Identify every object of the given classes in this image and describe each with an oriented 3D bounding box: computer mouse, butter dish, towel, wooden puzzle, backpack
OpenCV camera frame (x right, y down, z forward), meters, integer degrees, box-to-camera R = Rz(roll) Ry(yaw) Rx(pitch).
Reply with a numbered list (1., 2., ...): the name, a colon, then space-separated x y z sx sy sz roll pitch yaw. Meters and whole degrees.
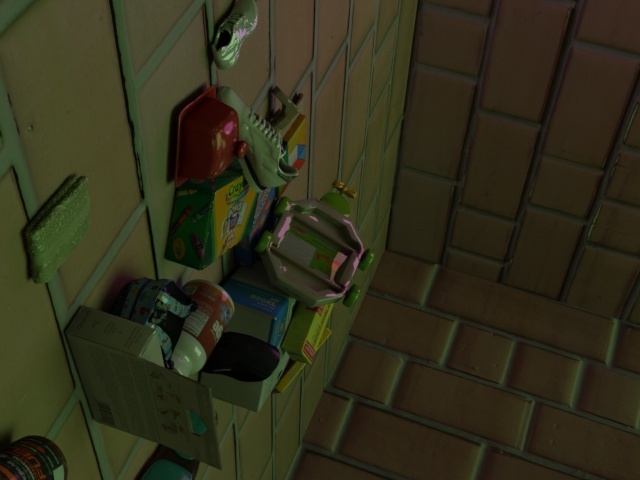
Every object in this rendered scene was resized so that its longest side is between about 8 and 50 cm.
1. computer mouse: -0.223 0.256 1.976 0.184 0.262 0.060 -60 144 -29
2. butter dish: -0.191 -0.180 1.769 0.160 0.118 0.160 -54 158 -55
3. towel: -0.373 -0.017 1.386 0.148 0.027 0.110 -60 162 -46
4. wooden puzzle: -0.081 -0.214 2.405 0.221 0.044 0.239 92 19 -50
5. backpack: -0.305 0.137 1.692 0.173 0.116 0.158 73 36 -70

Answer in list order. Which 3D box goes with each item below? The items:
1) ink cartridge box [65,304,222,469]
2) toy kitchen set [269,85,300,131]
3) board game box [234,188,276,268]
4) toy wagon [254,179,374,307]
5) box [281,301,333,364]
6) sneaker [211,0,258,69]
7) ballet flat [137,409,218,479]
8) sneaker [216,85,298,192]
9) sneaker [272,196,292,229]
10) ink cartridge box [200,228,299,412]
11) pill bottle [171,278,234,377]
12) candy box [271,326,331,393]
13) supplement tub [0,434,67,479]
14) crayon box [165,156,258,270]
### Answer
1. ink cartridge box: -0.278 0.253 1.625 0.296 0.261 0.066 92 20 -52
2. toy kitchen set: -0.107 -0.303 2.217 0.083 0.075 0.068 -42 -148 5
3. board game box: -0.155 -0.060 2.271 0.210 0.047 0.160 90 20 -53
4. toy wagon: 0.000 0.000 2.326 0.068 0.267 0.344 -47 -166 50
5. box: -0.019 0.177 2.348 0.232 0.058 0.087 -67 154 -23
6. sneaker: -0.158 -0.393 1.785 0.061 0.053 0.152 64 44 -69
7. ballet flat: -0.335 0.512 2.166 0.124 0.116 0.342 -58 -173 45
8. sneaker: -0.128 -0.207 1.896 0.235 0.094 0.090 61 26 -30
9. sneaker: -0.082 -0.049 2.552 0.161 0.075 0.057 91 20 -52
10. ink cartridge box: -0.137 0.188 2.408 0.395 0.166 0.286 -54 159 -59
11. pill bottle: -0.267 0.189 1.931 0.121 0.121 0.216 95 17 -45
12. candy box: -0.055 0.310 2.490 0.206 0.027 0.105 -49 -178 -18
13. supplement tub: -0.448 0.352 1.366 0.198 0.106 0.106 -26 132 -75
14. crayon box: -0.207 -0.065 1.942 0.278 0.081 0.165 -44 149 -66
